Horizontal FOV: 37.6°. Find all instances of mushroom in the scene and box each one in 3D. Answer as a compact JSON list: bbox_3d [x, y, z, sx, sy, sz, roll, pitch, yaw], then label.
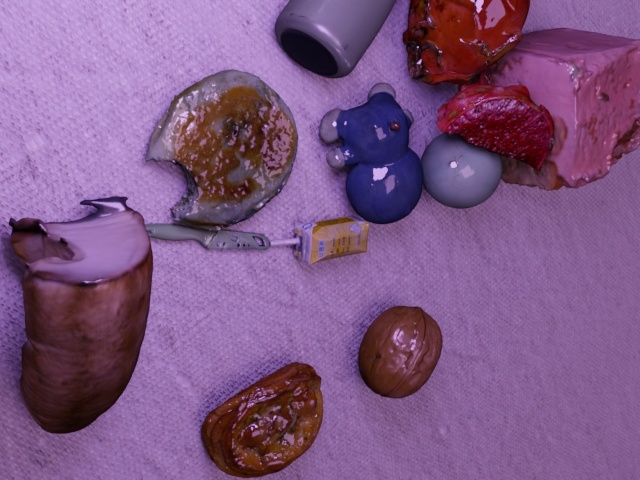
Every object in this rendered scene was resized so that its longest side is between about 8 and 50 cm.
[{"bbox_3d":[-0.366,0.168,1.500,0.224,0.313,0.397,-5,113,-23],"label":"mushroom"}]

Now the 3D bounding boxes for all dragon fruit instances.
[{"bbox_3d":[0.341,-0.272,1.891,0.262,0.211,0.134,14,118,-32],"label":"dragon fruit"},{"bbox_3d":[0.292,-0.454,1.856,0.250,0.250,0.315,6,98,-38],"label":"dragon fruit"}]

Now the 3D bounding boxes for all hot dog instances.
[{"bbox_3d":[-0.096,0.352,1.867,0.272,0.122,0.196,-24,116,-28],"label":"hot dog"}]

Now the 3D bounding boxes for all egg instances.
[{"bbox_3d":[0.293,-0.150,1.969,0.231,0.168,0.168,-11,114,-68],"label":"egg"}]

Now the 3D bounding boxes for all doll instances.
[{"bbox_3d":[0.120,-0.161,1.876,0.228,0.154,0.258,-33,128,-30],"label":"doll"}]

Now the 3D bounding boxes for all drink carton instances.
[{"bbox_3d":[0.000,0.000,1.865,0.200,0.074,0.084,-12,118,-35],"label":"drink carton"}]

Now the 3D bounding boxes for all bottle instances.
[{"bbox_3d":[0.071,-0.472,1.723,0.168,0.168,0.347,44,73,-37],"label":"bottle"}]

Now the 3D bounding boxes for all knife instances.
[{"bbox_3d":[-0.212,-0.004,1.737,0.293,0.020,0.043,4,99,-39],"label":"knife"}]

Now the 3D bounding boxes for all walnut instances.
[{"bbox_3d":[0.170,0.236,2.010,0.167,0.167,0.207,28,87,-39],"label":"walnut"}]

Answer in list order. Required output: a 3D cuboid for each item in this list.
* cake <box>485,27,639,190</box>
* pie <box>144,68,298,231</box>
[{"bbox_3d":[0.526,-0.288,2.048,0.314,0.293,0.306,-22,118,-38],"label":"cake"},{"bbox_3d":[-0.169,-0.163,1.692,0.302,0.067,0.302,-11,109,-35],"label":"pie"}]
